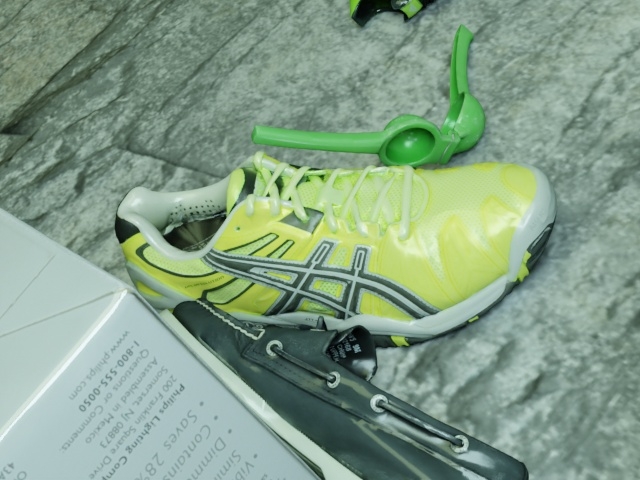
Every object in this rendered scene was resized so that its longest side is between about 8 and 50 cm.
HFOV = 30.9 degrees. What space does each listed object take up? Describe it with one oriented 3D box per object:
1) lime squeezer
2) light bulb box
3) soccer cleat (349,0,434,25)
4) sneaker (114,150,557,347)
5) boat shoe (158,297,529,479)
[{"bbox_3d":[0.080,-0.113,1.012,0.310,0.110,0.059,-32,-4,-41],"label":"lime squeezer"},{"bbox_3d":[-0.190,0.224,0.724,0.225,0.361,0.358,26,70,45],"label":"light bulb box"},{"bbox_3d":[0.109,-0.266,1.184,0.179,0.060,0.072,-12,58,32],"label":"soccer cleat"},{"bbox_3d":[0.000,0.000,0.953,0.385,0.147,0.145,-13,46,21],"label":"sneaker"},{"bbox_3d":[0.012,0.117,0.861,0.113,0.127,0.340,-46,46,-12],"label":"boat shoe"}]
